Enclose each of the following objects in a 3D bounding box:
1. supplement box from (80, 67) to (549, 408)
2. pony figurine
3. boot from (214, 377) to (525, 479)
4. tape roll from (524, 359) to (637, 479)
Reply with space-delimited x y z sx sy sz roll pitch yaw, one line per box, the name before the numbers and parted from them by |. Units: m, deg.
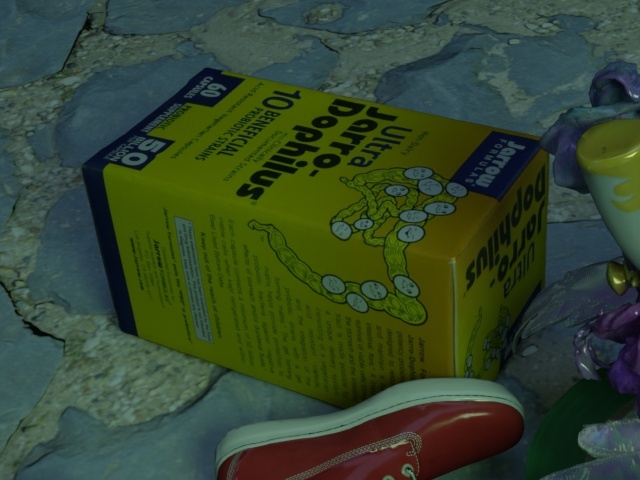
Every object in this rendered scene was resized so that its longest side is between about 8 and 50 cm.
supplement box | 0.000 0.000 1.062 0.356 0.195 0.194 15 41 26
pony figurine | 0.271 0.038 0.767 0.351 0.363 0.303 -14 41 17
boot | 0.048 0.199 0.879 0.244 0.088 0.176 -15 38 0
tape roll | 0.303 0.202 0.838 0.321 0.077 0.321 -4 35 3
